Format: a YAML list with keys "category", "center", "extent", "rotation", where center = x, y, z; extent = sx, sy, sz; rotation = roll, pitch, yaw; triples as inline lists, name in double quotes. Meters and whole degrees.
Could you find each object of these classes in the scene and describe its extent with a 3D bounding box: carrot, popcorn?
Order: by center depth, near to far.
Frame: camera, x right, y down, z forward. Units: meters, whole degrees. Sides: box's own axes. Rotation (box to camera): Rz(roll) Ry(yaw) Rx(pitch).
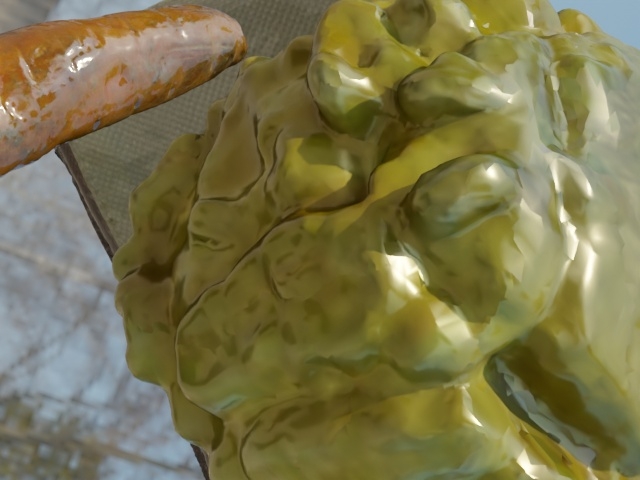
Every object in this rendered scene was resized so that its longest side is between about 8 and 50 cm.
- category: "carrot"
  center: [-0.095, -0.037, 0.503]
  extent: [0.047, 0.191, 0.047]
  rotation: [30, -47, 39]
- category: "popcorn"
  center: [0.040, 0.019, 0.699]
  extent: [0.225, 0.249, 0.249]
  rotation: [-17, -132, 31]

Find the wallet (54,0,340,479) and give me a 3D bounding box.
- category: "wallet"
  center: [-0.002, 0.001, 0.945]
  extent: [0.274, 0.335, 0.068]
  rotation: [-25, 178, 26]
